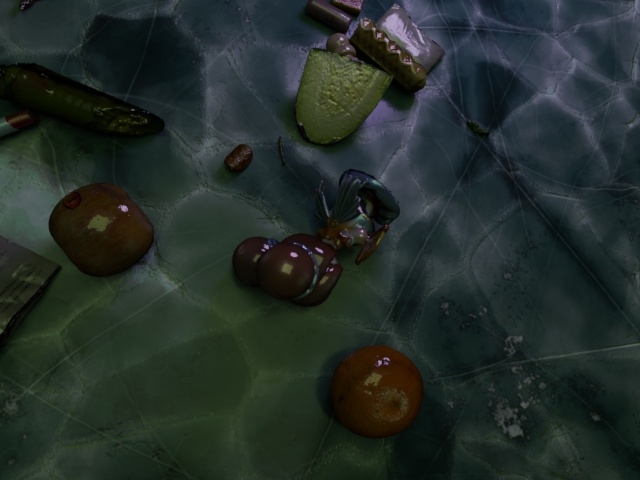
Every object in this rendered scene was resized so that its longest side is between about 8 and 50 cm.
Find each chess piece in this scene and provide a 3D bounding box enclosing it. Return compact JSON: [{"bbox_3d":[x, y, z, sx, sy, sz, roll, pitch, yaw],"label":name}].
[{"bbox_3d":[0.071,-0.526,1.369,0.094,0.094,0.170,-24,79,-16],"label":"chess piece"}]

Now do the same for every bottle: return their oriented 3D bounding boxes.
[{"bbox_3d":[0.025,-0.678,1.411,0.140,0.053,0.053,27,73,-5],"label":"bottle"}]

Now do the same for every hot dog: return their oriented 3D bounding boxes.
[{"bbox_3d":[-0.218,-0.220,1.259,0.058,0.035,0.083,41,72,0],"label":"hot dog"}]

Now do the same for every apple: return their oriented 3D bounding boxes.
[{"bbox_3d":[-0.491,-0.024,1.067,0.188,0.211,0.211,-39,87,-16],"label":"apple"}]

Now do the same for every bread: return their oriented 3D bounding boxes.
[{"bbox_3d":[0.203,-0.539,1.391,0.269,0.098,0.087,42,49,0],"label":"bread"},{"bbox_3d":[0.086,-0.747,1.450,0.095,0.035,0.090,16,74,-8],"label":"bread"}]

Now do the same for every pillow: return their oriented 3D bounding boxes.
[{"bbox_3d":[0.269,-0.612,1.451,0.230,0.050,0.148,42,79,1],"label":"pillow"}]

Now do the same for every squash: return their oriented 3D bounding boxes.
[{"bbox_3d":[0.048,-0.377,1.294,0.237,0.204,0.154,19,51,-5],"label":"squash"}]

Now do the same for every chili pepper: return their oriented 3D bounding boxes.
[{"bbox_3d":[0.484,-0.345,1.446,0.083,0.022,0.027,27,106,-5],"label":"chili pepper"}]

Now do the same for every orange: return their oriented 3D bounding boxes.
[{"bbox_3d":[0.133,0.359,1.125,0.224,0.170,0.223,-2,99,-15],"label":"orange"}]

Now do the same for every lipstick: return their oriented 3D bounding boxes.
[{"bbox_3d":[-0.819,-0.249,1.122,0.274,0.068,0.061,-28,81,-17],"label":"lipstick"}]

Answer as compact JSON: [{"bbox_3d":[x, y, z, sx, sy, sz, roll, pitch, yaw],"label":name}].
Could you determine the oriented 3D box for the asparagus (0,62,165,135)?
[{"bbox_3d":[-0.590,-0.335,1.168,0.382,0.128,0.108,20,108,-8],"label":"asparagus"}]

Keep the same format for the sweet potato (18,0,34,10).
[{"bbox_3d":[-0.742,-0.664,1.256,0.153,0.038,0.041,-41,65,-16],"label":"sweet potato"}]

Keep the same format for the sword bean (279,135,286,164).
[{"bbox_3d":[-0.107,-0.249,1.302,0.012,0.012,0.083,-7,79,-13],"label":"sword bean"}]

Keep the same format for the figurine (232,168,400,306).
[{"bbox_3d":[0.001,0.001,1.151,0.248,0.277,0.388,46,73,-24],"label":"figurine"}]

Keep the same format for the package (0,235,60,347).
[{"bbox_3d":[-0.750,0.116,1.055,0.204,0.062,0.250,29,69,-5],"label":"package"}]
